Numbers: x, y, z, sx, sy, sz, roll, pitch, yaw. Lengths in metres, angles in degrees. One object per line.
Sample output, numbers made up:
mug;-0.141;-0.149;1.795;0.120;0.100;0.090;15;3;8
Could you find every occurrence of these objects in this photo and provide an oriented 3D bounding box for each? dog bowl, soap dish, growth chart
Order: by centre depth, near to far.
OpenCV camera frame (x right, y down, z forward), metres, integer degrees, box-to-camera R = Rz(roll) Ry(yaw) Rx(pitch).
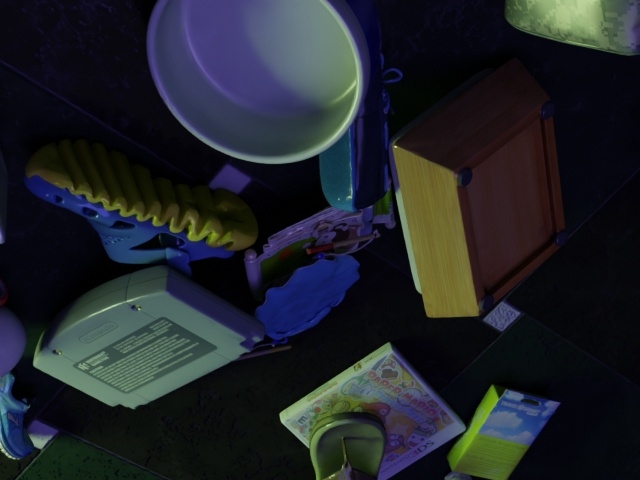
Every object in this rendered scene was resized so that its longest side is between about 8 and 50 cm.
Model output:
dog bowl;-0.064;-0.227;1.711;0.264;0.104;0.265;9;126;12
soap dish;0.215;-0.059;1.912;0.229;0.118;0.291;-36;133;-26
growth chart;0.000;0.000;1.971;0.237;0.021;0.172;-28;156;-1

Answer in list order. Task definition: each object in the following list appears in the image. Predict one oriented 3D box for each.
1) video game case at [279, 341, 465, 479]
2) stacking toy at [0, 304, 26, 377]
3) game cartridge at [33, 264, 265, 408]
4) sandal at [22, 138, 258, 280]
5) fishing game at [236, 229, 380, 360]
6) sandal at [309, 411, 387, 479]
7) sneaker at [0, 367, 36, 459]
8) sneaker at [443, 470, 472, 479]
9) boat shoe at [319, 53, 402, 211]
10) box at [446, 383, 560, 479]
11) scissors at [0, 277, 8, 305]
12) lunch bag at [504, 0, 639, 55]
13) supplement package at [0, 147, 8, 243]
video game case;0.083;0.278;2.236;0.206;0.026;0.227;-34;126;11
stacking toy;-0.595;0.138;1.828;0.479;0.351;0.351;-4;128;-32
game cartridge;-0.243;0.132;1.964;0.297;0.062;0.198;-28;128;38
sandal;-0.241;-0.023;1.875;0.317;0.126;0.138;23;121;-26
fishing game;-0.026;0.074;2.015;0.189;0.041;0.264;-13;149;-42
sandal;0.043;0.377;2.227;0.120;0.086;0.303;-4;127;-12
sneaker;-0.431;0.244;2.056;0.073;0.063;0.162;-18;128;-5
sneaker;0.253;0.435;2.374;0.053;0.061;0.152;-37;127;11
boat shoe;0.044;-0.169;1.845;0.089;0.109;0.258;-12;115;-40
box;0.286;0.297;2.291;0.109;0.042;0.178;15;120;-25
scissors;-0.527;-0.006;1.863;0.297;0.109;0.021;42;122;-10
lunch bag;0.350;-0.390;1.648;0.305;0.212;0.256;-35;133;-35
supplement package;-0.513;-0.097;1.679;0.262;0.199;0.198;-12;117;-5
